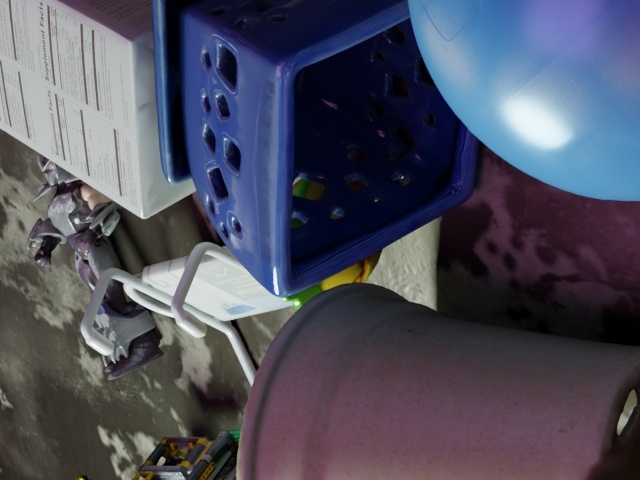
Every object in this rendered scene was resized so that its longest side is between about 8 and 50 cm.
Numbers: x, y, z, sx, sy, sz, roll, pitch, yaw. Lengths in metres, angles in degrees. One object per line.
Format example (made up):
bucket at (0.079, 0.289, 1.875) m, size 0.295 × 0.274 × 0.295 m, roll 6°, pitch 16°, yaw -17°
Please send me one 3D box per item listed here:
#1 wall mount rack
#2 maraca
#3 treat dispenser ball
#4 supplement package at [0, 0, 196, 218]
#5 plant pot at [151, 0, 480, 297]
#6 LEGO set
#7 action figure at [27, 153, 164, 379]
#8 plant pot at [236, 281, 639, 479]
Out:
wall mount rack at (-0.076, 0.115, 1.625) m, size 0.304 × 0.130 × 0.350 m, roll 30°, pitch 156°, yaw -28°
maraca at (0.000, 0.000, 1.400) m, size 0.099 × 0.186 × 0.127 m, roll -10°, pitch 104°, yaw 28°
treat dispenser ball at (0.198, -0.168, 0.949) m, size 0.288 × 0.288 × 0.288 m, roll 29°, pitch 135°, yaw 34°
supplement package at (-0.188, -0.191, 1.459) m, size 0.263 × 0.199 × 0.198 m, roll 30°, pitch 136°, yaw 33°
plant pot at (-0.013, -0.131, 1.279) m, size 0.212 × 0.236 × 0.236 m, roll 36°, pitch 139°, yaw 36°
LEGO set at (-0.119, 0.354, 1.734) m, size 0.331 × 0.192 × 0.255 m, roll -1°, pitch 133°, yaw 47°
action figure at (-0.273, 0.018, 1.798) m, size 0.185 × 0.099 × 0.285 m, roll -11°, pitch 102°, yaw 65°
plant pot at (0.150, 0.200, 1.283) m, size 0.306 × 0.334 × 0.333 m, roll -2°, pitch 114°, yaw 39°
